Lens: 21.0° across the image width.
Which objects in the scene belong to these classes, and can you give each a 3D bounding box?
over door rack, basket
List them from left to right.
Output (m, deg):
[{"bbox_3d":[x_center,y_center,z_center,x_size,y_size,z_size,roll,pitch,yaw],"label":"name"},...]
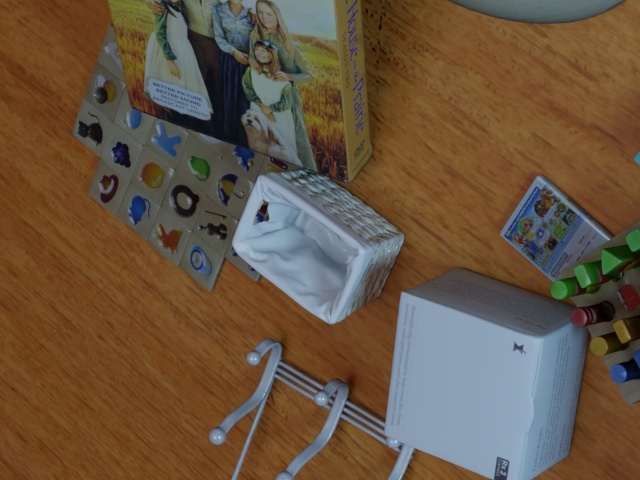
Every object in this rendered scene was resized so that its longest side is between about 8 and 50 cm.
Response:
[{"bbox_3d":[-0.027,0.315,2.107,0.239,0.108,0.324,29,119,29],"label":"over door rack"},{"bbox_3d":[0.000,0.000,2.001,0.167,0.103,0.113,36,121,23],"label":"basket"}]

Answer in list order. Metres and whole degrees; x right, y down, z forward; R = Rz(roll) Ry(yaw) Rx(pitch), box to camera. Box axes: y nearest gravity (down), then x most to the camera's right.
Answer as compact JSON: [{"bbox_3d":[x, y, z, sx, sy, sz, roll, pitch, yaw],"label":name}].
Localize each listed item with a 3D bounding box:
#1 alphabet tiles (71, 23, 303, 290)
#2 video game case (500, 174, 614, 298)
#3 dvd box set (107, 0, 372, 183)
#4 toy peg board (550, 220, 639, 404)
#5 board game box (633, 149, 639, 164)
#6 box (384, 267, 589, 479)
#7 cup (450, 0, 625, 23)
[{"bbox_3d":[-0.171,-0.112,2.159,0.342,0.011,0.285,38,122,23],"label":"alphabet tiles"},{"bbox_3d":[0.260,-0.001,1.863,0.122,0.011,0.087,43,125,20],"label":"video game case"},{"bbox_3d":[-0.098,-0.262,1.873,0.307,0.062,0.420,20,145,20],"label":"dvd box set"},{"bbox_3d":[0.324,0.068,1.761,0.161,0.079,0.161,-37,71,38],"label":"toy peg board"},{"bbox_3d":[0.428,-0.107,1.683,0.160,0.047,0.210,45,125,19],"label":"board game box"},{"bbox_3d":[0.182,0.148,1.894,0.182,0.119,0.181,19,113,32],"label":"box"},{"bbox_3d":[0.166,-0.364,1.690,0.331,0.237,0.331,11,109,35],"label":"cup"}]
